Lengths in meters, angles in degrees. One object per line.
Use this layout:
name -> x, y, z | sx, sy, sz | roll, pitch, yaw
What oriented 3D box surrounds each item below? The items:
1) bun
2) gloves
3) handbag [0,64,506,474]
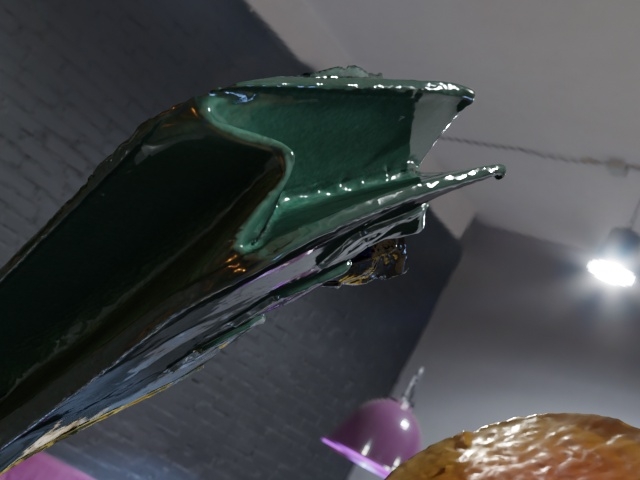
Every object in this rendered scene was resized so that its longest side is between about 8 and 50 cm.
bun -> 0.173, 0.276, 0.694 | 0.299, 0.298, 0.165 | 4, -65, 60
gloves -> 0.000, 0.000, 1.056 | 0.203, 0.124, 0.164 | -8, -13, 2
handbag -> -0.074, 0.023, 0.504 | 0.326, 0.238, 0.089 | -36, -102, 39
